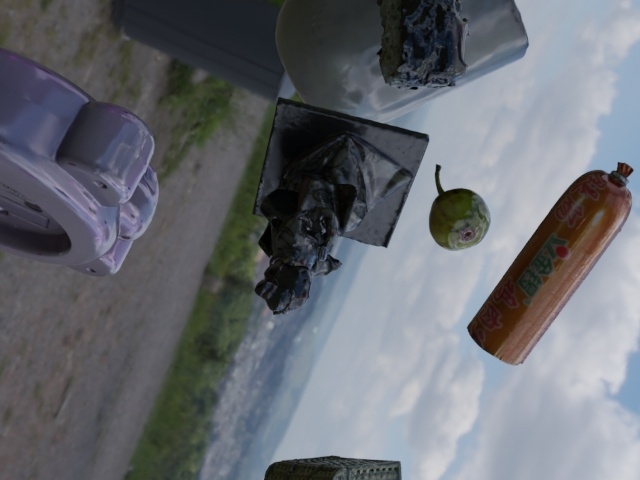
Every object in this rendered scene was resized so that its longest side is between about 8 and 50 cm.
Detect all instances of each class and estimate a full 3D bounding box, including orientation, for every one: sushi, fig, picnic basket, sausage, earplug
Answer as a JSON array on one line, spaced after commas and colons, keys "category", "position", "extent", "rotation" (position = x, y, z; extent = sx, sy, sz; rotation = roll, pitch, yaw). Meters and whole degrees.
[{"category": "sushi", "position": [0.141, -0.313, 1.249], "extent": [0.147, 0.115, 0.212], "rotation": [158, -70, -77]}, {"category": "fig", "position": [0.204, -0.050, 1.302], "extent": [0.166, 0.093, 0.093], "rotation": [-72, -176, -58]}, {"category": "picnic basket", "position": [0.015, 0.420, 1.442], "extent": [0.196, 0.154, 0.134], "rotation": [-13, -106, 55]}, {"category": "sausage", "position": [0.243, 0.018, 0.921], "extent": [0.234, 0.071, 0.071], "rotation": [-58, 180, 16]}, {"category": "earplug", "position": [0.123, -0.372, 1.574], "extent": [0.394, 0.312, 0.312], "rotation": [-27, -177, 7]}]

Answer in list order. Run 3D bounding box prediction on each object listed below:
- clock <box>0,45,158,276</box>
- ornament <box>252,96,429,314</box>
[{"category": "clock", "position": [-0.297, -0.081, 0.850], "extent": [0.113, 0.296, 0.322], "rotation": [-68, -167, -21]}, {"category": "ornament", "position": [0.000, 0.000, 0.848], "extent": [0.196, 0.153, 0.166], "rotation": [-76, -179, -47]}]
